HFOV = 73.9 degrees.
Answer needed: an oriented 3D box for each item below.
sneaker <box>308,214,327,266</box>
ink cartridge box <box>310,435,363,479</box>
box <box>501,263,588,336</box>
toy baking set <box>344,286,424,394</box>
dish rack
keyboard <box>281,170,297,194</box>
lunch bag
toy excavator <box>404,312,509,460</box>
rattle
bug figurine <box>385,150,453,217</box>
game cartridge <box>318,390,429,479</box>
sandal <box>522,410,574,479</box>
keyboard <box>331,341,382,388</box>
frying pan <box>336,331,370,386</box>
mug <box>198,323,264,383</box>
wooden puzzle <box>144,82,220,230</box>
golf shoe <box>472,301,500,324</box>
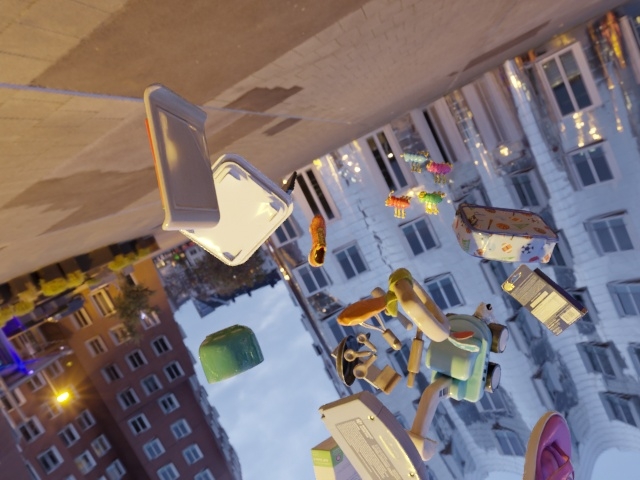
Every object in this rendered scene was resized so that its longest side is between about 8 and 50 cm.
[{"bbox_3d":[0.000,0.000,1.406,0.064,0.174,0.067,2,176,-28],"label":"sneaker"},{"bbox_3d":[0.092,1.048,1.840,0.119,0.353,0.207,-18,169,37],"label":"ink cartridge box"},{"bbox_3d":[0.708,0.183,1.360,0.037,0.225,0.136,-26,151,-34],"label":"box"},{"bbox_3d":[0.171,0.257,1.081,0.197,0.256,0.030,17,174,-6],"label":"toy baking set"},{"bbox_3d":[-0.282,-0.078,1.348,0.333,0.286,0.072,-44,-160,19],"label":"dish rack"},{"bbox_3d":[-0.123,-0.154,1.440,0.180,0.023,0.108,-38,-149,62],"label":"keyboard"},{"bbox_3d":[0.583,-0.035,1.382,0.304,0.114,0.243,9,-149,0],"label":"lunch bag"},{"bbox_3d":[0.436,0.476,1.466,0.223,0.432,0.445,11,-176,42],"label":"toy excavator"},{"bbox_3d":[0.152,0.150,0.701,0.142,0.200,0.130,-47,-144,0],"label":"rattle"},{"bbox_3d":[0.359,-0.216,1.549,0.217,0.278,0.072,13,166,33],"label":"bug figurine"},{"bbox_3d":[0.145,0.540,1.125,0.198,0.297,0.062,-35,180,33],"label":"game cartridge"},{"bbox_3d":[0.541,0.610,0.981,0.102,0.169,0.416,-13,-139,54],"label":"sandal"},{"bbox_3d":[0.164,0.530,1.820,0.256,0.014,0.072,30,-122,30],"label":"keyboard"},{"bbox_3d":[0.126,0.425,1.698,0.053,0.197,0.326,-3,-146,23],"label":"frying pan"},{"bbox_3d":[-0.213,0.247,0.941,0.158,0.097,0.129,-21,176,10],"label":"mug"},{"bbox_3d":[-0.252,-0.138,0.783,0.045,0.238,0.221,-5,-178,8],"label":"wooden puzzle"},{"bbox_3d":[0.668,0.295,1.677,0.069,0.176,0.085,19,-95,47],"label":"golf shoe"}]
